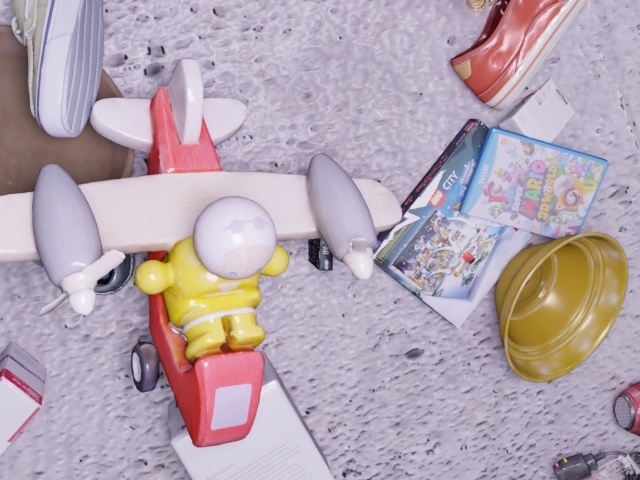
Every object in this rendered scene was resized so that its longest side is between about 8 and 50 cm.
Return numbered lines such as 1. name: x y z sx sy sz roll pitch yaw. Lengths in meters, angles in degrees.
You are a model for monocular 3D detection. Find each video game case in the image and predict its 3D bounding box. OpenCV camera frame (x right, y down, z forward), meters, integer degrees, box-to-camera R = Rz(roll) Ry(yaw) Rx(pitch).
1. video game case: 0.276 -0.070 1.318 0.166 0.015 0.119 14 111 -12

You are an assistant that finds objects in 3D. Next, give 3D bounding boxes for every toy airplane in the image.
1. toy airplane: -0.125 -0.018 1.126 0.384 0.272 0.386 43 69 -15

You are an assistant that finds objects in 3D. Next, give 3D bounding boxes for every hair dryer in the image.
1. hair dryer: 0.478 0.296 1.446 0.293 0.080 0.224 -39 117 4

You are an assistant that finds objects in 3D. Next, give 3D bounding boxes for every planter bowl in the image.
1. planter bowl: 0.298 0.071 1.346 0.217 0.090 0.217 -16 123 -27

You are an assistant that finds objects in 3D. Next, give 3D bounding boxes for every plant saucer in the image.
1. plant saucer: -0.359 -0.124 1.201 0.277 0.041 0.278 9 67 -22

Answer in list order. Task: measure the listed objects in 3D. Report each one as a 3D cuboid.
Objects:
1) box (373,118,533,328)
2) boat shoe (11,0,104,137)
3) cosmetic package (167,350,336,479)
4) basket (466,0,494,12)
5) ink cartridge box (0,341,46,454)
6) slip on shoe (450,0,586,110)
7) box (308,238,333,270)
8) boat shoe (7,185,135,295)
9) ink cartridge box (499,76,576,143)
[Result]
1. box: 0.192 -0.023 1.356 0.159 0.044 0.233 38 90 -12
2. boat shoe: -0.314 -0.265 1.203 0.094 0.109 0.303 0 75 8
3. cosmetic package: -0.086 0.269 1.299 0.151 0.151 0.184 -30 102 -5
4. basket: 0.220 -0.442 1.120 0.223 0.299 0.214 -23 68 2
5. ink cartridge box: -0.394 0.201 1.242 0.063 0.150 0.109 41 90 -16
6. slip on shoe: 0.282 -0.327 1.297 0.101 0.123 0.331 32 97 -8
7. box: 0.000 0.000 1.310 0.018 0.083 0.067 0 97 -11
8. boat shoe: -0.357 -0.050 1.238 0.319 0.099 0.116 43 93 -11
9. ink cartridge box: 0.290 -0.162 1.350 0.063 0.029 0.115 51 53 -8
